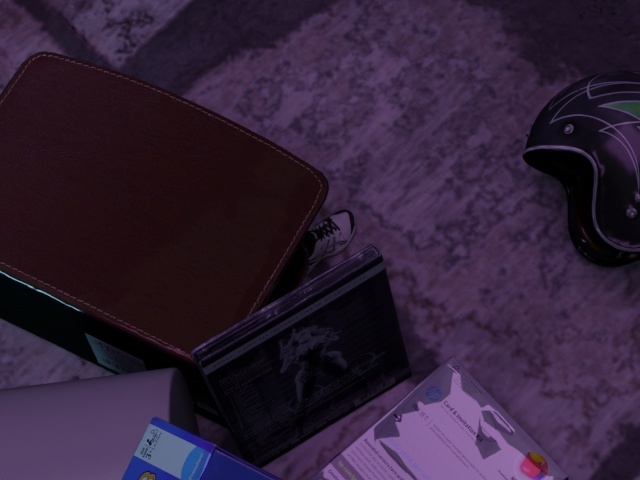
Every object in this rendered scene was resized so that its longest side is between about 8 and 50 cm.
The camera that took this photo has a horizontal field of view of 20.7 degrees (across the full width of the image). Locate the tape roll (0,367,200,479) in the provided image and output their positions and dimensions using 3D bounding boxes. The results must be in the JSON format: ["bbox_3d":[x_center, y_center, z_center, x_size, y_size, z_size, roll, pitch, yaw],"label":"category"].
[{"bbox_3d":[-0.180,0.230,1.379,0.169,0.246,0.246,-7,67,1],"label":"tape roll"}]

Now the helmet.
[{"bbox_3d":[0.266,-0.068,1.509,0.169,0.169,0.162,-18,83,-3],"label":"helmet"}]

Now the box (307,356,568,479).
[{"bbox_3d":[0.091,0.210,1.475,0.186,0.038,0.145,-41,71,-10],"label":"box"}]

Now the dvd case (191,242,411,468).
[{"bbox_3d":[-0.009,0.100,1.430,0.164,0.221,0.018,-30,61,-8],"label":"dvd case"}]

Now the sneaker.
[{"bbox_3d":[0.000,0.000,1.570,0.032,0.037,0.083,41,75,20],"label":"sneaker"}]

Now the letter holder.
[{"bbox_3d":[-0.159,-0.007,1.527,0.301,0.152,0.214,24,70,14],"label":"letter holder"}]

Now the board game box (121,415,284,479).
[{"bbox_3d":[-0.032,0.303,1.274,0.078,0.347,0.233,17,77,49],"label":"board game box"}]
